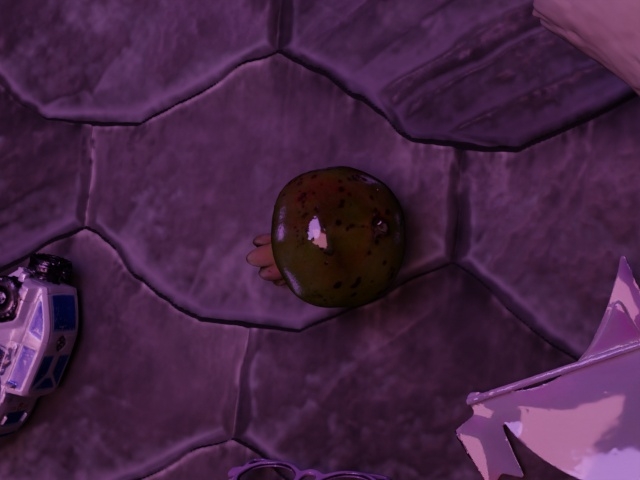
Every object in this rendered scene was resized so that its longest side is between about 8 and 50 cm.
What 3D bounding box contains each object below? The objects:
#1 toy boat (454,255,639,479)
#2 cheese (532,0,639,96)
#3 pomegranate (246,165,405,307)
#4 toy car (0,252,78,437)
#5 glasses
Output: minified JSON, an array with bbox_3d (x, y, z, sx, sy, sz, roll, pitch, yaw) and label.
[{"bbox_3d":[0.262,0.120,0.935,0.318,0.072,0.219,-44,71,16],"label":"toy boat"},{"bbox_3d":[0.286,-0.230,0.795,0.153,0.332,0.292,44,63,14],"label":"cheese"},{"bbox_3d":[0.000,0.000,1.019,0.142,0.115,0.114,-17,81,44],"label":"pomegranate"},{"bbox_3d":[-0.259,0.093,1.115,0.070,0.080,0.170,23,94,18],"label":"toy car"},{"bbox_3d":[-0.007,0.238,1.045,0.140,0.062,0.103,2,110,20],"label":"glasses"}]
